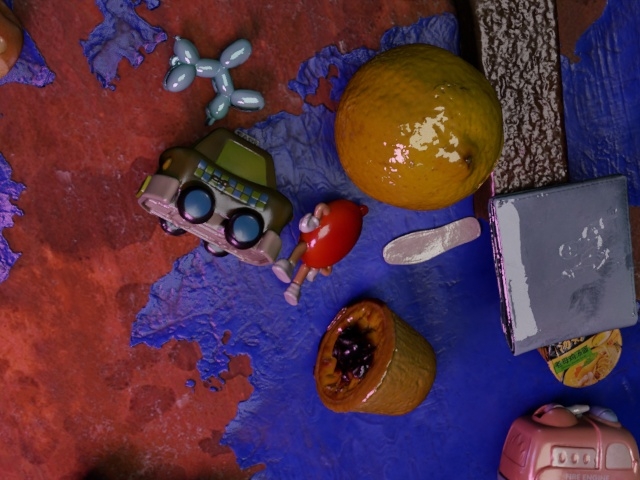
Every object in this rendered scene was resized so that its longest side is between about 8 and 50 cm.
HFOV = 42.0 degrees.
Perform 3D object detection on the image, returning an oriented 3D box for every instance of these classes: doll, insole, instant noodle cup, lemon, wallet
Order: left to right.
[{"bbox_3d":[-0.181,-0.272,1.376,0.159,0.059,0.159,-21,109,-5],"label":"doll"},{"bbox_3d":[0.000,0.000,1.444,0.217,0.085,0.183,-48,154,-17],"label":"doll"},{"bbox_3d":[0.157,-0.182,1.350,0.293,0.293,0.292,-3,105,-10],"label":"lemon"},{"bbox_3d":[0.208,0.003,1.552,0.192,0.010,0.063,-18,107,-5],"label":"insole"},{"bbox_3d":[0.430,0.041,1.465,0.252,0.054,0.290,-11,102,-9],"label":"wallet"},{"bbox_3d":[0.481,0.188,1.598,0.152,0.122,0.151,-3,107,-9],"label":"instant noodle cup"}]

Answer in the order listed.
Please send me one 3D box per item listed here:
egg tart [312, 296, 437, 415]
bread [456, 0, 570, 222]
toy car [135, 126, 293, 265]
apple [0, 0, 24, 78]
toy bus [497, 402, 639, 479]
[{"bbox_3d":[0.097,0.222,1.497,0.171,0.215,0.215,29,98,-31],"label":"egg tart"},{"bbox_3d":[0.337,-0.246,1.458,0.165,0.113,0.416,-10,105,-9],"label":"bread"},{"bbox_3d":[-0.155,-0.086,1.382,0.248,0.204,0.198,29,75,-15],"label":"toy car"},{"bbox_3d":[-0.539,-0.299,1.242,0.199,0.199,0.199,-3,105,-10],"label":"apple"},{"bbox_3d":[0.495,0.435,1.644,0.288,0.194,0.231,3,92,-11],"label":"toy bus"}]
